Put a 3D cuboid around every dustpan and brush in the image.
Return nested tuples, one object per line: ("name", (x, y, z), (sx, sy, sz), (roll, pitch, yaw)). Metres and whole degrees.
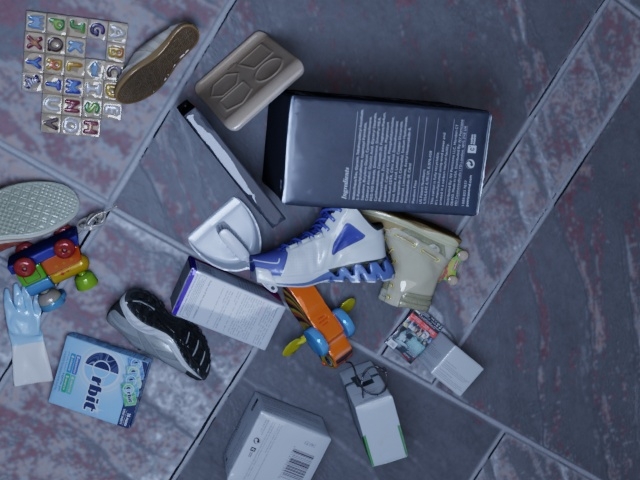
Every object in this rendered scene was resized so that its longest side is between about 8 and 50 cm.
("dustpan and brush", (-0.166, 0.030, 1.899), (0.147, 0.060, 0.211), (-41, 107, 0))

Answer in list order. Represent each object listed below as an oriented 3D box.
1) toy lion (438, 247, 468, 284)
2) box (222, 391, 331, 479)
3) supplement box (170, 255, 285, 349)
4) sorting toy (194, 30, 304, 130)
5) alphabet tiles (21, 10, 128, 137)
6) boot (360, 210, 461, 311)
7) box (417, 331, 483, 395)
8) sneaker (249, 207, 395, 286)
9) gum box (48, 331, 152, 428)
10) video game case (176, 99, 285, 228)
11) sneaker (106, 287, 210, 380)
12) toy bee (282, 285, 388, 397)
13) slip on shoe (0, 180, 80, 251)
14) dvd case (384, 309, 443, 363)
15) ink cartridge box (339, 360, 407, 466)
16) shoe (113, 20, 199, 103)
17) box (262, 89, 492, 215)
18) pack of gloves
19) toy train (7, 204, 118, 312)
("toy lion", (0.277, 0.054, 2.014), (0.096, 0.034, 0.100), (21, 97, -8))
("box", (-0.100, 0.468, 1.982), (0.182, 0.119, 0.181), (24, 97, -15))
("supplement box", (-0.201, 0.134, 1.890), (0.220, 0.111, 0.114), (23, 97, -15))
("sorting toy", (-0.143, -0.319, 1.762), (0.193, 0.208, 0.038), (-41, 132, 0))
("alphabet tiles", (-0.499, -0.331, 1.775), (0.198, 0.009, 0.237), (4, 101, -13))
("boot", (0.158, 0.037, 1.953), (0.262, 0.095, 0.203), (19, 104, -11))
("box", (0.299, 0.284, 2.032), (0.102, 0.101, 0.087), (39, 92, -19))
("sneaker", (0.001, 0.000, 1.840), (0.316, 0.127, 0.182), (-3, 93, -17))
("gum box", (-0.472, 0.299, 1.884), (0.184, 0.041, 0.157), (18, 99, 2))
("video game case", (-0.184, -0.158, 1.754), (0.035, 0.248, 0.275), (-39, 107, -2))
("sneaker", (-0.343, 0.211, 1.898), (0.108, 0.100, 0.271), (-30, 118, 31))
("toy bee", (0.006, 0.224, 1.944), (0.195, 0.162, 0.298), (-12, 75, -17))
("slip on shoe", (-0.650, -0.028, 1.773), (0.331, 0.101, 0.123), (-25, 82, -18))
("dvd case", (0.218, 0.219, 2.046), (0.087, 0.013, 0.119), (40, 91, -17))
("ink cartridge box", (0.116, 0.383, 1.962), (0.087, 0.208, 0.153), (-17, 105, -4))
("shoe", (-0.336, -0.363, 1.782), (0.219, 0.058, 0.076), (-42, 138, 4))
("box", (0.100, -0.185, 1.784), (0.396, 0.293, 0.211), (2, 102, -13))
("pack of gloves", (-0.679, 0.208, 1.843), (0.195, 0.046, 0.232), (-6, 104, -9))
("toy train", (-0.502, 0.041, 1.817), (0.248, 0.105, 0.143), (-26, 117, -5))
